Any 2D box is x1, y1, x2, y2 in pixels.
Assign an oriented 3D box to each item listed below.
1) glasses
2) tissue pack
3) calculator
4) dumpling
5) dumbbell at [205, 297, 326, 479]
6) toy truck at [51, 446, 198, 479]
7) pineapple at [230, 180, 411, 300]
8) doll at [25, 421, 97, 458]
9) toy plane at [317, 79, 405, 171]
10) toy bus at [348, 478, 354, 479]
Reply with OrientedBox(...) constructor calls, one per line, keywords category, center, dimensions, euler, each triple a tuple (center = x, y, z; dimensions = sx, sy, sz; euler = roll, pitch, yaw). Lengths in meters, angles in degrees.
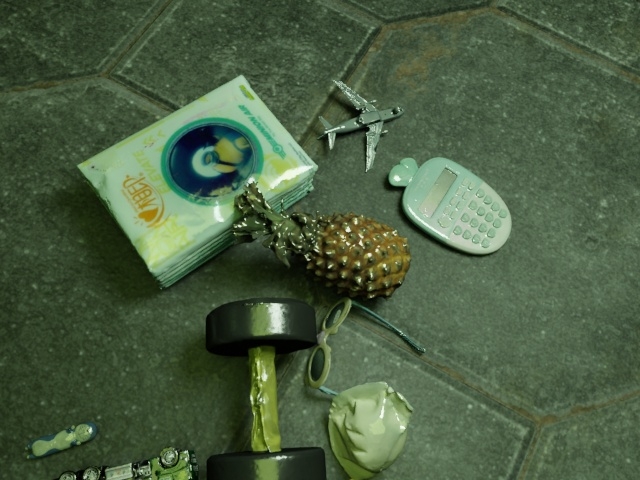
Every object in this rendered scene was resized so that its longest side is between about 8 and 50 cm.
OrientedBox(category="glasses", center=(0.095, 0.224, 1.051), dimensions=(0.220, 0.088, 0.190), euler=(20, 69, 2))
OrientedBox(category="tissue pack", center=(-0.239, -0.125, 1.112), dimensions=(0.388, 0.162, 0.287), euler=(-34, 73, -16))
OrientedBox(category="calculator", center=(0.285, -0.083, 1.205), dimensions=(0.295, 0.042, 0.184), euler=(34, 71, 5))
OrientedBox(category="dumpling", center=(0.081, 0.343, 0.993), dimensions=(0.155, 0.111, 0.181), euler=(38, 84, 14))
OrientedBox(category="dumbbell", center=(-0.099, 0.278, 0.953), dimensions=(0.203, 0.204, 0.322), euler=(-2, 71, -6))
OrientedBox(category="toy truck", center=(-0.341, 0.441, 0.937), dimensions=(0.259, 0.088, 0.121), euler=(-11, 70, -7))
OrientedBox(category="pineapple", center=(0.000, 0.000, 1.038), dimensions=(0.361, 0.175, 0.175), euler=(23, 68, -19))
OrientedBox(category="doll", center=(-0.469, 0.363, 0.984), dimensions=(0.125, 0.027, 0.037), euler=(-18, 80, -11))
OrientedBox(category="toy plane", center=(0.101, -0.274, 1.249), dimensions=(0.226, 0.058, 0.226), euler=(-20, 89, -11))
OrientedBox(category="toy bus", center=(0.075, 0.565, 0.857), dimensions=(0.144, 0.152, 0.330), euler=(-14, 62, -43))
